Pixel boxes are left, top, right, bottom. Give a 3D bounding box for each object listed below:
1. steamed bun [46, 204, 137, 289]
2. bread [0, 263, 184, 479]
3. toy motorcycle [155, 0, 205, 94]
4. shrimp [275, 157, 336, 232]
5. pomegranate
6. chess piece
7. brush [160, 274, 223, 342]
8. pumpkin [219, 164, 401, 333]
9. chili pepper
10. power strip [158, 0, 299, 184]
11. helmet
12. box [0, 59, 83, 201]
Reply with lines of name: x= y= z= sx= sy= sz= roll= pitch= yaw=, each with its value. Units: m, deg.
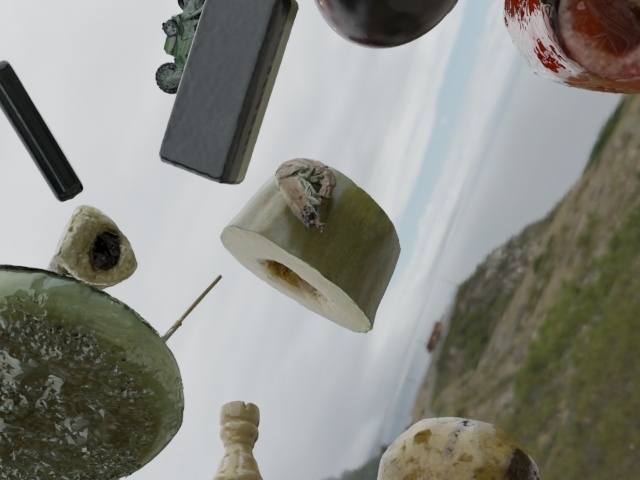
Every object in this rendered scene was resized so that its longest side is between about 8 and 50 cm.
steamed bun: x=-0.431 y=0.030 z=1.861 sx=0.172 sy=0.155 sz=0.141 roll=-41 pitch=27 yaw=56
bread: x=-0.241 y=0.128 z=0.810 sx=0.040 sy=0.267 sz=0.267 roll=-88 pitch=10 yaw=-49
toy motorcycle: x=-0.194 y=-0.311 z=1.516 sx=0.074 sy=0.106 sz=0.190 roll=-73 pitch=2 yaw=-69
shrimp: x=-0.017 y=-0.078 z=1.600 sx=0.180 sy=0.099 sz=0.041 roll=-111 pitch=18 yaw=-45
pomegranate: x=0.227 y=0.423 z=1.568 sx=0.281 sy=0.281 sz=0.281 roll=21 pitch=-90 yaw=-84
chess piece: x=-0.094 y=0.250 z=1.114 sx=0.066 sy=0.066 sz=0.122 roll=103 pitch=169 yaw=-51
brush: x=-0.191 y=0.108 z=1.345 sx=0.082 sy=0.010 sz=0.218 roll=-46 pitch=3 yaw=36
pumpkin: x=0.000 y=0.000 z=1.759 sx=0.199 sy=0.332 sz=0.332 roll=-56 pitch=-9 yaw=-12
chili pepper: x=0.266 y=-0.256 z=0.847 sx=0.305 sy=0.229 sz=0.251 roll=-111 pitch=31 yaw=-76
power strip: x=-0.112 y=-0.204 z=1.208 sx=0.070 sy=0.105 sz=0.257 roll=-10 pitch=-59 yaw=-68
helmet: x=0.083 y=-0.351 z=1.275 sx=0.193 sy=0.216 sz=0.189 roll=-51 pitch=-53 yaw=-35
box: x=-0.446 y=-0.169 z=1.506 sx=0.050 sy=0.230 sz=0.160 roll=-31 pitch=14 yaw=-10
